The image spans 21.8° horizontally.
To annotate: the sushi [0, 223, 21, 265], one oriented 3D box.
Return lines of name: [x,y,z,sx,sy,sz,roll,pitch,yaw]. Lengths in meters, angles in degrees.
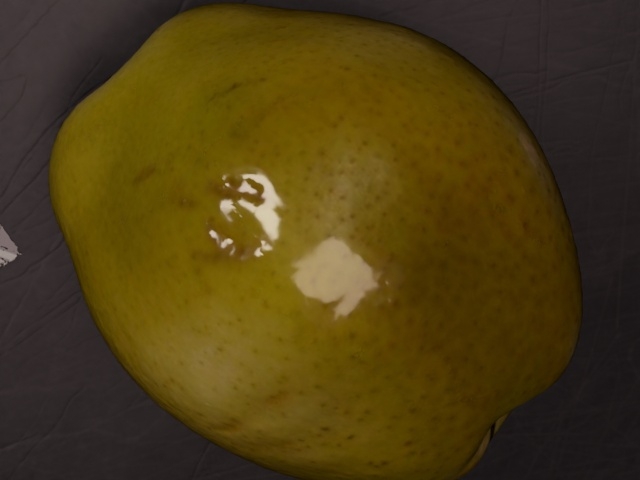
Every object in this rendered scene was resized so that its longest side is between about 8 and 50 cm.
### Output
sushi: [-0.336,0.001,1.394,0.126,0.026,0.120,-35,105,2]

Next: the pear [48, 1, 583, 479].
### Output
pear: [0.000,0.000,1.278,0.418,0.362,0.362,38,97,13]
